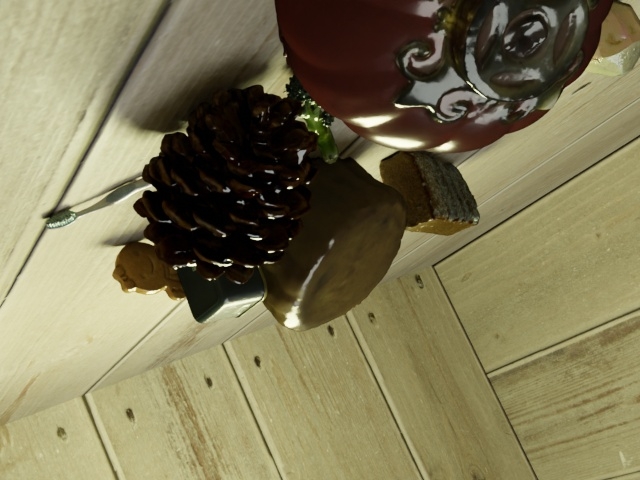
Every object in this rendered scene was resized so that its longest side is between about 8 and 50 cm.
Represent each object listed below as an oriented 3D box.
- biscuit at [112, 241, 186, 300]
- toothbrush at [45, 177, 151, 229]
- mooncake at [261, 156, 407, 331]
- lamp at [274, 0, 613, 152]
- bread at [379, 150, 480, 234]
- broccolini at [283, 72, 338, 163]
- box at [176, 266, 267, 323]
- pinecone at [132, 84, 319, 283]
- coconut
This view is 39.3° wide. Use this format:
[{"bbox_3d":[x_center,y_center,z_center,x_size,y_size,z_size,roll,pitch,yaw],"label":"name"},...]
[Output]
[{"bbox_3d":[-0.282,0.045,1.602,0.184,0.133,0.027,13,140,-28],"label":"biscuit"},{"bbox_3d":[-0.272,-0.075,1.298,0.269,0.021,0.027,-24,175,-6],"label":"toothbrush"},{"bbox_3d":[0.000,0.000,1.640,0.324,0.187,0.324,-38,155,-21],"label":"mooncake"},{"bbox_3d":[0.108,-0.221,0.772,0.303,0.257,0.303,-13,126,-19],"label":"lamp"},{"bbox_3d":[0.249,-0.099,1.987,0.113,0.165,0.416,-27,170,19],"label":"bread"},{"bbox_3d":[0.012,-0.171,1.318,0.079,0.074,0.392,-19,169,4],"label":"broccolini"},{"bbox_3d":[-0.187,0.036,1.557,0.090,0.201,0.144,-13,166,-36],"label":"box"},{"bbox_3d":[-0.109,-0.073,1.145,0.224,0.224,0.272,-11,149,-52],"label":"pinecone"},{"bbox_3d":[0.478,-0.329,1.485,0.116,0.122,0.116,-25,171,-4],"label":"coconut"}]
